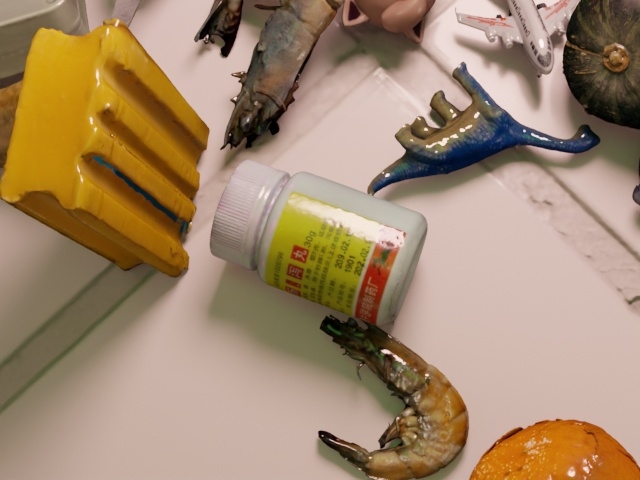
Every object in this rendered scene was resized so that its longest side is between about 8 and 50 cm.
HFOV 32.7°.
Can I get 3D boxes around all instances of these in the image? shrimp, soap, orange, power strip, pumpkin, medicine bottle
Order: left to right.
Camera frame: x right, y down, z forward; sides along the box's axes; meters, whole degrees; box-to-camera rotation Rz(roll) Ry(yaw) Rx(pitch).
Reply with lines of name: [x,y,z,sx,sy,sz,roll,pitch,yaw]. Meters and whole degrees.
power strip: [-0.433,-0.309,1.339,0.261,0.141,0.229,-17,51,2]
soap: [-0.223,-0.089,1.203,0.096,0.324,0.204,6,77,13]
shrimp: [-0.078,-0.258,1.333,0.178,0.075,0.289,36,108,32]
medicine bottle: [0.000,0.000,1.250,0.225,0.139,0.139,21,80,10]
shrimp: [0.064,0.185,1.249,0.217,0.051,0.150,41,91,9]
orange: [0.249,0.282,1.141,0.193,0.193,0.161,-36,110,-3]
pumpkin: [0.369,-0.221,1.247,0.190,0.190,0.146,37,53,13]

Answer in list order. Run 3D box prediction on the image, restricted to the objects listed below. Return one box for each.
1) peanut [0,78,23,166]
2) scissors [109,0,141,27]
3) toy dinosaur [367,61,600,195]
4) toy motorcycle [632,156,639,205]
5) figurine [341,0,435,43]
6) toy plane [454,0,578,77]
peanut: [-0.378,-0.147,1.343,0.236,0.110,0.120,7,99,14]
scissors: [-0.224,-0.324,1.331,0.191,0.029,0.360,6,50,6]
toy dinosaur: [0.185,-0.096,1.292,0.188,0.075,0.247,42,78,10]
toy motorcycle: [0.426,-0.057,1.260,0.124,0.061,0.193,-24,70,-7]
figurine: [0.089,-0.315,1.324,0.125,0.125,0.138,11,92,8]
toy plane: [0.251,-0.265,1.321,0.162,0.065,0.171,-13,64,2]
